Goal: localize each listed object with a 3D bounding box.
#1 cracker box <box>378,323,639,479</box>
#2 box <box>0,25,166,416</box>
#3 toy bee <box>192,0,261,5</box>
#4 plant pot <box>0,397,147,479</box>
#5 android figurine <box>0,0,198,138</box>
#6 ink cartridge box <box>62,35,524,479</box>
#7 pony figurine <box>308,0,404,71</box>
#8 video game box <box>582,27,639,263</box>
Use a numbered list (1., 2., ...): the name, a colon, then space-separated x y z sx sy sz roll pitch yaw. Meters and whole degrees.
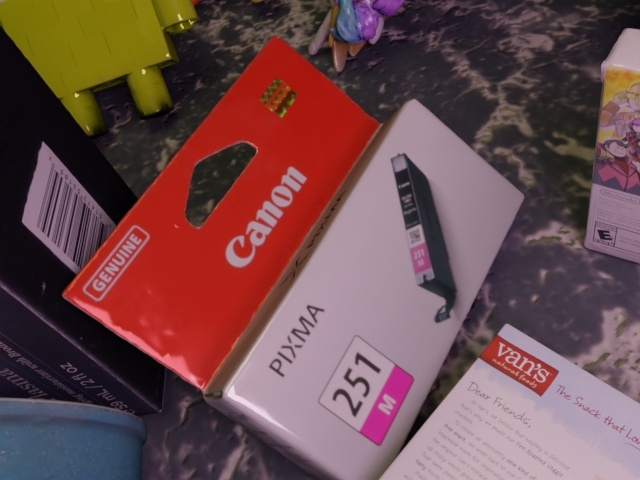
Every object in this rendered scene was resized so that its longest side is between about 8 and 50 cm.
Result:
1. cracker box: 0.111 0.185 0.400 0.156 0.067 0.232 33 70 33
2. box: -0.309 0.026 0.504 0.294 0.296 0.182 -13 52 11
3. toy bee: -0.132 -0.389 0.870 0.298 0.162 0.195 10 55 -10
4. plant pot: -0.226 0.241 0.355 0.272 0.271 0.255 -13 66 8
5. android figurine: -0.268 -0.256 0.746 0.248 0.273 0.056 -17 10 4
6. ink cartridge box: 0.000 0.000 0.488 0.275 0.239 0.060 -57 14 -25
7. pony figurine: 0.111 -0.391 0.700 0.351 0.303 0.363 -13 77 35
8. video game box: 0.284 -0.035 0.433 0.205 0.187 0.048 20 62 28
